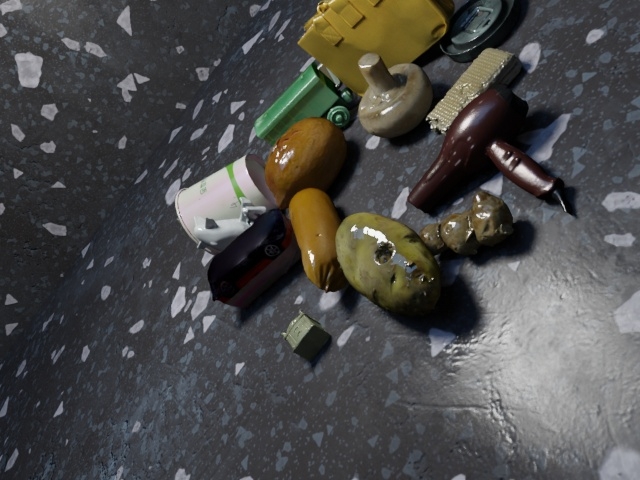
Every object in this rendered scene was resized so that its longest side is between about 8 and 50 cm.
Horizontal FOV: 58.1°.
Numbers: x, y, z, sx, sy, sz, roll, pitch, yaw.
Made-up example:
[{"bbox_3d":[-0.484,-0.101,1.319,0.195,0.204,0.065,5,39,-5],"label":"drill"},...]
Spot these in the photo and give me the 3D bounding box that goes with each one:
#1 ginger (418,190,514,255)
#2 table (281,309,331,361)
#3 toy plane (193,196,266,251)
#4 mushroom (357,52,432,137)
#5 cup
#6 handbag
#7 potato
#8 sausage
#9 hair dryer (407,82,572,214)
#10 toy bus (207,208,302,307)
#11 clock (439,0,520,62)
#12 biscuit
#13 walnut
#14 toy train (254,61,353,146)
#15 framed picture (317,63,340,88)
[{"bbox_3d":[0.277,-0.020,1.117,0.204,0.080,0.104,-31,76,46],"label":"ginger"},{"bbox_3d":[-0.035,0.217,1.328,0.079,0.062,0.083,-53,32,3],"label":"table"},{"bbox_3d":[-0.242,-0.023,1.654,0.244,0.244,0.117,-42,46,20],"label":"toy plane"},{"bbox_3d":[0.171,-0.376,1.459,0.207,0.215,0.207,-26,40,25],"label":"mushroom"},{"bbox_3d":[-0.272,-0.122,1.787,0.274,0.253,0.253,-33,38,20],"label":"cup"},{"bbox_3d":[0.146,-0.599,1.590,0.401,0.283,0.133,-26,38,51],"label":"handbag"},{"bbox_3d":[0.140,0.049,1.157,0.141,0.191,0.296,-19,31,-21],"label":"potato"},{"bbox_3d":[0.003,-0.003,1.410,0.116,0.134,0.354,-46,33,20],"label":"sausage"},{"bbox_3d":[0.345,-0.117,1.136,0.312,0.123,0.340,-54,42,21],"label":"hair dryer"},{"bbox_3d":[-0.175,0.052,1.574,0.302,0.147,0.127,-40,43,19],"label":"toy bus"},{"bbox_3d":[0.405,-0.549,1.470,0.215,0.042,0.215,-33,38,31],"label":"clock"},{"bbox_3d":[0.350,-0.335,1.331,0.239,0.062,0.108,-50,33,8],"label":"biscuit"},{"bbox_3d":[-0.048,-0.215,1.610,0.203,0.203,0.298,2,55,53],"label":"walnut"},{"bbox_3d":[-0.045,-0.375,1.747,0.301,0.202,0.120,-41,31,21],"label":"toy train"},{"bbox_3d":[-0.056,-0.490,2.032,0.296,0.019,0.232,-42,35,18],"label":"framed picture"}]
